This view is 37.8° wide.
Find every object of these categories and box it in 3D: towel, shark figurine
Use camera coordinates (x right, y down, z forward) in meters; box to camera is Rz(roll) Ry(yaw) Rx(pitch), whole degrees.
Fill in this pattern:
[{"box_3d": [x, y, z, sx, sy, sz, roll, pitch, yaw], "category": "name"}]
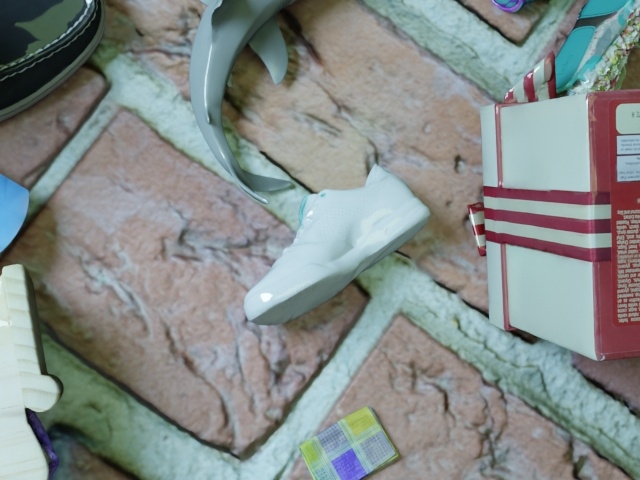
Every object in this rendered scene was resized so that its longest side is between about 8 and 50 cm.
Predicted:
[{"box_3d": [0.027, 0.200, 0.886, 0.083, 0.009, 0.060, -25, 86, -18], "category": "towel"}, {"box_3d": [-0.085, -0.177, 0.886, 0.166, 0.116, 0.278, 13, 81, -2], "category": "shark figurine"}]

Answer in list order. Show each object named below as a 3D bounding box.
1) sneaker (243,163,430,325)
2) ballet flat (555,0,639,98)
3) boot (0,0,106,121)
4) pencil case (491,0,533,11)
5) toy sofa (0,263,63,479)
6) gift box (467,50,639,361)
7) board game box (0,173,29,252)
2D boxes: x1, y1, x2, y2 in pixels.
[{"box_3d": [0.000, 0.000, 0.899, 0.212, 0.080, 0.094, -33, 75, -25], "category": "sneaker"}, {"box_3d": [0.316, -0.218, 1.023, 0.077, 0.091, 0.241, 43, 75, -28], "category": "ballet flat"}, {"box_3d": [-0.350, -0.180, 0.733, 0.377, 0.284, 0.138, -20, 83, -16], "category": "boot"}, {"box_3d": [0.251, -0.312, 1.027, 0.152, 0.064, 0.070, -33, 103, -19], "category": "pencil case"}, {"box_3d": [-0.388, 0.138, 0.726, 0.363, 0.150, 0.177, -11, 85, -16], "category": "toy sofa"}, {"box_3d": [0.299, -0.046, 0.874, 0.255, 0.258, 0.276, 1, 93, -12], "category": "gift box"}, {"box_3d": [-0.342, -0.018, 0.822, 0.169, 0.033, 0.133, 28, 55, 17], "category": "board game box"}]
